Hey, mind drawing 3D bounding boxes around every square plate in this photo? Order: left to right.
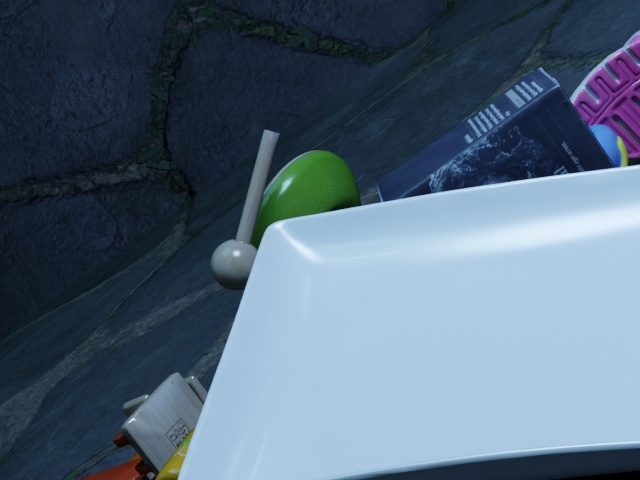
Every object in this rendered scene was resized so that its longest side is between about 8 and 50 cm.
[{"bbox_3d":[0.110,0.054,0.926,0.347,0.049,0.344,-9,26,12],"label":"square plate"}]

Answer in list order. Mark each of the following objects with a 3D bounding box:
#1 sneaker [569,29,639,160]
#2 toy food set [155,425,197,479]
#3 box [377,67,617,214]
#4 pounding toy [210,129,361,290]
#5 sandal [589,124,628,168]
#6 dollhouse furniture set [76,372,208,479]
[{"bbox_3d":[0.318,-0.151,1.352,0.252,0.103,0.111,-33,6,-12],"label":"sneaker"},{"bbox_3d":[0.015,0.143,1.016,0.232,0.111,0.104,-23,15,26],"label":"toy food set"},{"bbox_3d":[0.151,-0.018,1.140,0.158,0.156,0.093,-36,12,7],"label":"box"},{"bbox_3d":[0.000,0.000,1.614,0.237,0.110,0.183,22,-87,-62],"label":"pounding toy"},{"bbox_3d":[0.112,-0.009,1.280,0.317,0.138,0.126,-33,10,10],"label":"sandal"},{"bbox_3d":[-0.165,0.206,1.242,0.259,0.135,0.262,-25,16,46],"label":"dollhouse furniture set"}]
